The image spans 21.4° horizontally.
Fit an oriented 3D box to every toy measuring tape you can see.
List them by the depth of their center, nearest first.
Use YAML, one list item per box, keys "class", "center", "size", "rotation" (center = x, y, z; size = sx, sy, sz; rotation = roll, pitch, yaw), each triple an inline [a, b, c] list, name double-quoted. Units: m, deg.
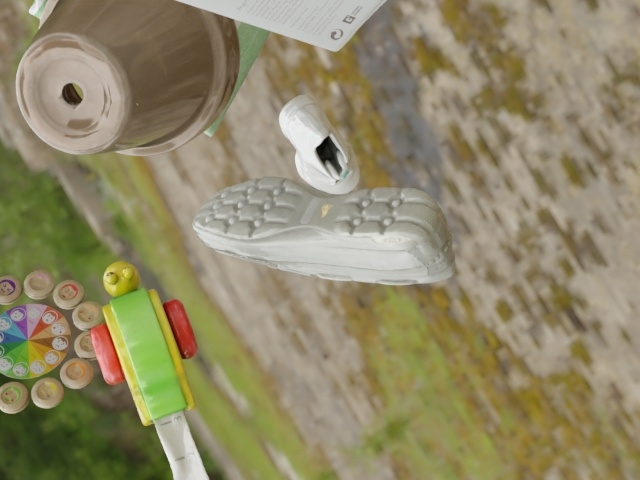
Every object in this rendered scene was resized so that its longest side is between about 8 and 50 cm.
- class: "toy measuring tape"
  center: [-0.172, 0.166, 1.840]
  size: [0.121, 0.121, 0.330]
  rotation: [98, 152, -69]

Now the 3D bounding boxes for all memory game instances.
- class: "memory game"
  center: [-0.333, 0.112, 1.917]
  size: [0.186, 0.186, 0.012]
  rotation: [53, 162, 29]

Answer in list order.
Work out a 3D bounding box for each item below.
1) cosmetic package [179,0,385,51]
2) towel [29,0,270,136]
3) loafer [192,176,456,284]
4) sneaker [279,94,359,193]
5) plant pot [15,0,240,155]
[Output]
- class: "cosmetic package"
  center: [-0.111, -0.364, 1.785]
  size: [0.156, 0.385, 0.217]
  rotation: [-45, 50, 32]
- class: "towel"
  center: [-0.235, -0.342, 2.480]
  size: [0.324, 0.248, 0.038]
  rotation: [33, 166, -19]
- class: "loafer"
  center: [0.000, 0.000, 1.853]
  size: [0.319, 0.112, 0.111]
  rotation: [7, 141, 36]
- class: "sneaker"
  center: [0.013, -0.106, 2.284]
  size: [0.094, 0.080, 0.212]
  rotation: [46, 177, 34]
- class: "plant pot"
  center: [-0.257, -0.206, 2.049]
  size: [0.263, 0.263, 0.229]
  rotation: [63, -154, -11]
